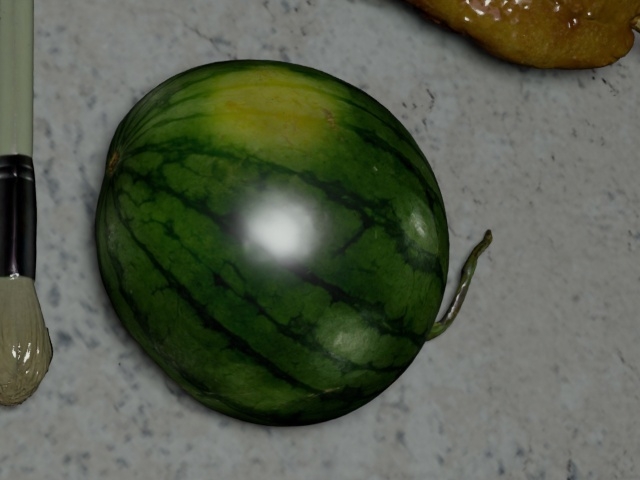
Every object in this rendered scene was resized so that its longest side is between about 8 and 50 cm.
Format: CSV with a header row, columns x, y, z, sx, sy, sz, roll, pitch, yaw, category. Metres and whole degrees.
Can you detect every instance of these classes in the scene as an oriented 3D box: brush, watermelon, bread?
x,y,z,sx,sy,sz,roll,pitch,yaw,category
-0.167,-0.057,0.918,0.042,0.039,0.299,-6,74,17,brush
-0.007,-0.003,0.917,0.232,0.127,0.204,38,64,-14,watermelon
0.085,-0.194,1.020,0.344,0.084,0.124,29,91,-13,bread
